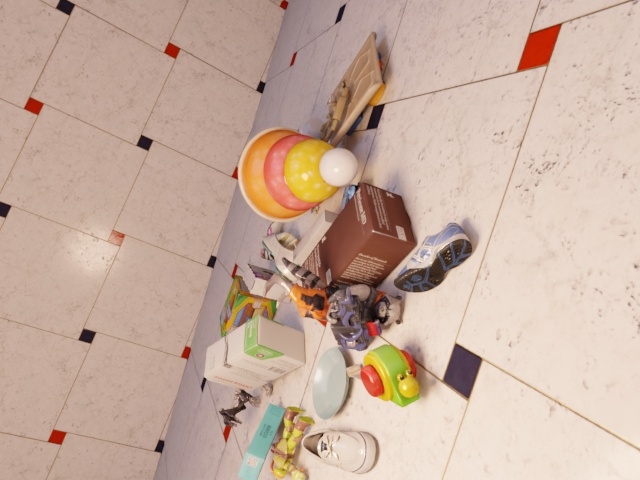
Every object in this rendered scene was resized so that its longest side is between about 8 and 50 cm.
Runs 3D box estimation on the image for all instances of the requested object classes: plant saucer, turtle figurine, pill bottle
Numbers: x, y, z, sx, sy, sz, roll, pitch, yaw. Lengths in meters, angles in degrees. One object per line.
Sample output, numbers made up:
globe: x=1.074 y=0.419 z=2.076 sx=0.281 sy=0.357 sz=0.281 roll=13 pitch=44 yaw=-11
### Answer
plant saucer: x=0.036 y=0.398 z=1.297 sx=0.195 sy=0.038 sz=0.194 roll=-47 pitch=34 yaw=48
turtle figurine: x=-0.104 y=0.617 z=1.401 sx=0.269 sy=0.087 sz=0.217 roll=9 pitch=81 yaw=72
pill bottle: x=-0.058 y=-0.435 z=1.993 sx=0.193 sy=0.108 sz=0.108 roll=-44 pitch=36 yaw=50

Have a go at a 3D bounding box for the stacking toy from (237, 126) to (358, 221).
stacking toy: x=-0.039 y=-0.223 z=1.563 sx=0.480 sy=0.351 sz=0.350 roll=11 pitch=85 yaw=58

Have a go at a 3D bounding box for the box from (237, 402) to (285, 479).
box: x=-0.182 y=0.632 z=1.472 sx=0.244 sy=0.060 sz=0.100 roll=-55 pitch=-14 yaw=-72

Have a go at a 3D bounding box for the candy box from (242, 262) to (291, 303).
candy box: x=-0.210 y=0.169 z=1.856 sx=0.070 sy=0.165 sz=0.196 roll=-69 pitch=22 yaw=6

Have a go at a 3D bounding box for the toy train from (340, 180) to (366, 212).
toy train: x=0.102 y=-0.090 z=1.435 sx=0.105 sy=0.080 sz=0.184 roll=168 pitch=115 yaw=-75

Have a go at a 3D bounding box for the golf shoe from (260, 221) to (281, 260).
golf shoe: x=-0.204 y=0.001 z=2.106 sx=0.086 sy=0.068 sz=0.186 roll=11 pitch=84 yaw=41

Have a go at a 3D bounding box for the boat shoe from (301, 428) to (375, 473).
boat shoe: x=0.036 y=0.510 z=1.153 sx=0.267 sy=0.088 sz=0.096 roll=-26 pitch=51 yaw=61

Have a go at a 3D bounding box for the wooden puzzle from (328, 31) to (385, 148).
wooden puzzle: x=0.131 y=-0.520 z=1.670 sx=0.322 sy=0.081 sz=0.347 roll=-49 pitch=28 yaw=45

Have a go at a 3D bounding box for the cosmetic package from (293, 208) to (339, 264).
cosmetic package: x=0.000 y=0.000 z=1.578 sx=0.239 sy=0.099 sz=0.060 roll=-51 pitch=29 yaw=41

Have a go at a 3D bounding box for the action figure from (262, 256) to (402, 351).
action figure: x=0.037 y=0.133 z=1.130 sx=0.341 sy=0.331 sz=0.178 roll=86 pitch=-163 yaw=-59

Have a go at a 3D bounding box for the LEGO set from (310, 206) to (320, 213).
LEGO set: x=-0.028 y=-0.132 z=1.825 sx=0.083 sy=0.024 sz=0.054 roll=7 pitch=81 yaw=67

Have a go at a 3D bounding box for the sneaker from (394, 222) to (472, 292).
sneaker: x=0.244 y=0.043 z=1.027 sx=0.211 sy=0.080 sz=0.081 roll=-42 pitch=30 yaw=35

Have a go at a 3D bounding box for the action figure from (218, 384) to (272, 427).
action figure: x=-0.265 y=0.568 z=1.759 sx=0.275 sy=0.141 sz=0.164 roll=-58 pitch=-1 yaw=-42

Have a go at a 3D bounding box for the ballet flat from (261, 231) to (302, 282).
ballet flat: x=-0.131 y=0.040 z=1.837 sx=0.139 sy=0.139 sz=0.400 roll=-68 pitch=21 yaw=12

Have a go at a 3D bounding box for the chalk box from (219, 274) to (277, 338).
chalk box: x=-0.319 y=0.324 z=1.982 sx=0.288 sy=0.179 sz=0.180 roll=-67 pitch=23 yaw=15

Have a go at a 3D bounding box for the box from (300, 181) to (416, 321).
box: x=0.087 y=0.048 z=1.295 sx=0.381 sy=0.143 sz=0.191 roll=-53 pitch=30 yaw=37

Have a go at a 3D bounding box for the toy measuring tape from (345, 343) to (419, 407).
toy measuring tape: x=0.125 y=0.288 z=1.069 sx=0.330 sy=0.122 sz=0.121 roll=170 pitch=115 yaw=-71

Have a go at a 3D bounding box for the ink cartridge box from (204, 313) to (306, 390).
ink cartridge box: x=-0.224 y=0.389 z=1.583 sx=0.289 sy=0.211 sz=0.121 roll=-34 pitch=42 yaw=30

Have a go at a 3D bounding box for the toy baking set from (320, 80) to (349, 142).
toy baking set: x=0.045 y=-0.473 z=1.682 sx=0.256 sy=0.030 sz=0.197 roll=-71 pitch=19 yaw=-1
